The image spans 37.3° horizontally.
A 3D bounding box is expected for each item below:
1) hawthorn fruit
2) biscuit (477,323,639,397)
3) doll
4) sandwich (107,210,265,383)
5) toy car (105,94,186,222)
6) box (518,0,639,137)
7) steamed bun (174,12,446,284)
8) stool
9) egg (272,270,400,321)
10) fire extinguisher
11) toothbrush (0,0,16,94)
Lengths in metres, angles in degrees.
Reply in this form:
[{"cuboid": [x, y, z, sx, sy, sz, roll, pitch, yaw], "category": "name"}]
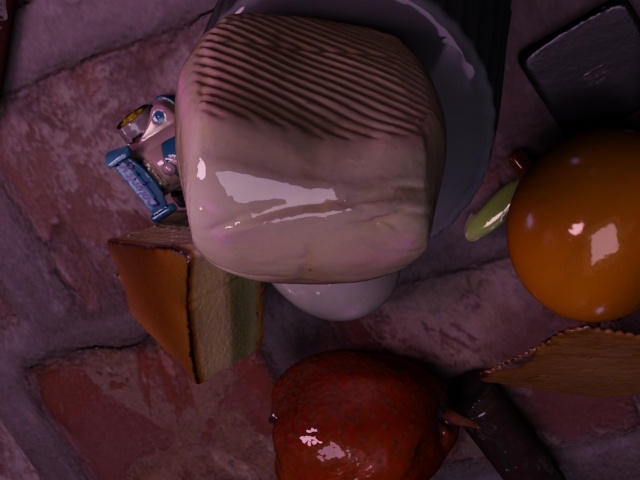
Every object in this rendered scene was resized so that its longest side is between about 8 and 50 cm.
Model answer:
[{"cuboid": [0.070, 0.238, 1.186, 0.262, 0.210, 0.210, -5, 120, 11], "category": "hawthorn fruit"}, {"cuboid": [0.337, 0.150, 1.124, 0.237, 0.013, 0.232, 10, 154, -17], "category": "biscuit"}, {"cuboid": [0.275, -0.032, 1.013, 0.236, 0.213, 0.213, 38, 130, 33], "category": "doll"}, {"cuboid": [-0.159, 0.028, 1.096, 0.186, 0.108, 0.220, 42, 147, 31], "category": "sandwich"}, {"cuboid": [-0.150, -0.101, 1.074, 0.161, 0.098, 0.126, -24, 117, 23], "category": "toy car"}, {"cuboid": [0.291, -0.179, 1.005, 0.126, 0.027, 0.125, -29, 116, 22], "category": "box"}, {"cuboid": [-0.010, -0.047, 0.619, 0.170, 0.238, 0.152, 5, 123, -3], "category": "steamed bun"}, {"cuboid": [0.032, -0.166, 0.870, 0.297, 0.330, 0.297, 4, 122, 6], "category": "stool"}, {"cuboid": [0.000, 0.000, 1.082, 0.151, 0.151, 0.209, -37, 108, 26], "category": "egg"}, {"cuboid": [0.265, 0.290, 1.257, 0.072, 0.089, 0.267, -38, 112, -2], "category": "fire extinguisher"}, {"cuboid": [-0.380, -0.196, 1.086, 0.041, 0.041, 0.364, 19, 123, -3], "category": "toothbrush"}]
